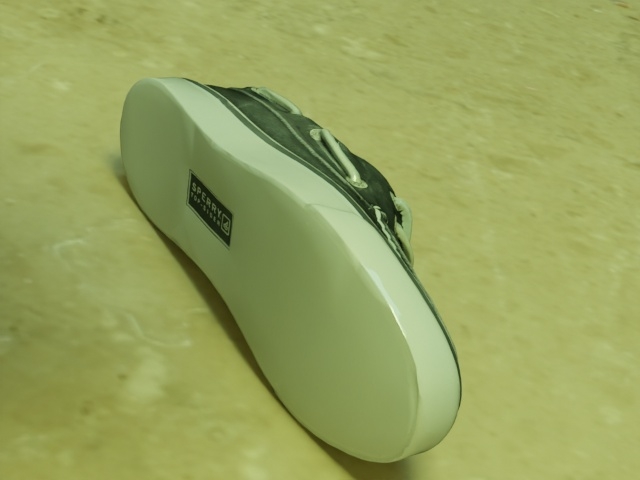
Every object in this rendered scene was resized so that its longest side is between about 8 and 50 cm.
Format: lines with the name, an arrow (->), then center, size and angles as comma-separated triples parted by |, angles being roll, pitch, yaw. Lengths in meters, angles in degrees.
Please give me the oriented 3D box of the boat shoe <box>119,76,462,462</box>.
boat shoe -> 0.000, 0.000, 0.768 | 0.102, 0.108, 0.301 | -7, 31, -30
